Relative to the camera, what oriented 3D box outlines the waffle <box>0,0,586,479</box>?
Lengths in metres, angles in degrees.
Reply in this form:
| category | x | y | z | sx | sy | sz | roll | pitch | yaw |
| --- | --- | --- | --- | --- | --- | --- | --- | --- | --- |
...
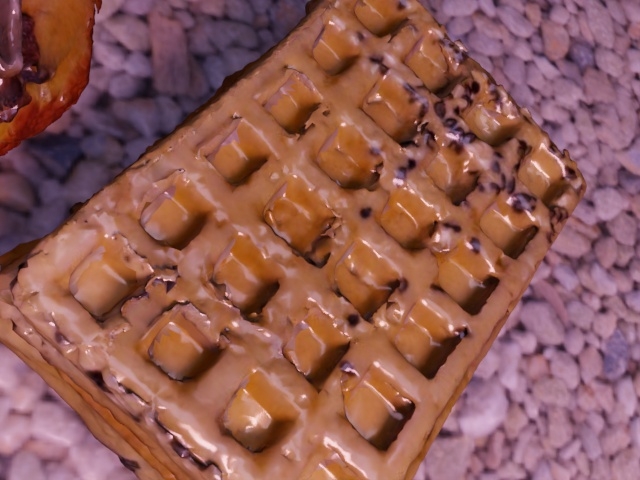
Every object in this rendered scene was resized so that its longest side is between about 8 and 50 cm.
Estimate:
| category | x | y | z | sx | sy | sz | roll | pitch | yaw |
| --- | --- | --- | --- | --- | --- | --- | --- | --- | --- |
| waffle | 0.000 | 0.000 | 0.569 | 0.261 | 0.114 | 0.376 | 43 | 57 | -5 |

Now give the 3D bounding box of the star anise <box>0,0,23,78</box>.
| category | x | y | z | sx | sy | sz | roll | pitch | yaw |
| --- | --- | --- | --- | --- | --- | --- | --- | --- | --- |
| star anise | -0.187 | -0.144 | 0.356 | 0.212 | 0.073 | 0.197 | 24 | 57 | -21 |

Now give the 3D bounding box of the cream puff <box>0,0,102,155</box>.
| category | x | y | z | sx | sy | sz | roll | pitch | yaw |
| --- | --- | --- | --- | --- | --- | --- | --- | --- | --- |
| cream puff | -0.239 | -0.136 | 0.460 | 0.240 | 0.164 | 0.240 | 23 | 51 | -31 |
